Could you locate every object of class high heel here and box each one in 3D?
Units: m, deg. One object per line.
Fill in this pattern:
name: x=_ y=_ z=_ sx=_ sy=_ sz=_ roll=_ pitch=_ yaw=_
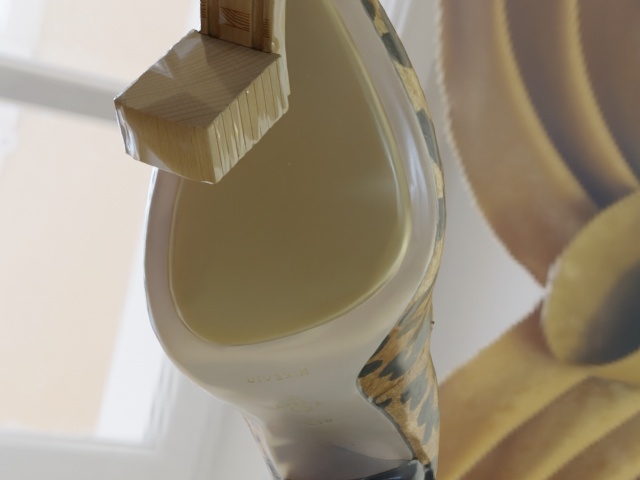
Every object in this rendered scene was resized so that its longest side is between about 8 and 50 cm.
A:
high heel: x=0.000 y=0.000 z=0.544 sx=0.186 sy=0.093 sz=0.261 roll=-74 pitch=161 yaw=-71

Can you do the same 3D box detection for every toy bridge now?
toy bridge: x=-0.023 y=-0.097 z=0.275 sx=0.026 sy=0.063 sz=0.188 roll=19 pitch=-42 yaw=26
